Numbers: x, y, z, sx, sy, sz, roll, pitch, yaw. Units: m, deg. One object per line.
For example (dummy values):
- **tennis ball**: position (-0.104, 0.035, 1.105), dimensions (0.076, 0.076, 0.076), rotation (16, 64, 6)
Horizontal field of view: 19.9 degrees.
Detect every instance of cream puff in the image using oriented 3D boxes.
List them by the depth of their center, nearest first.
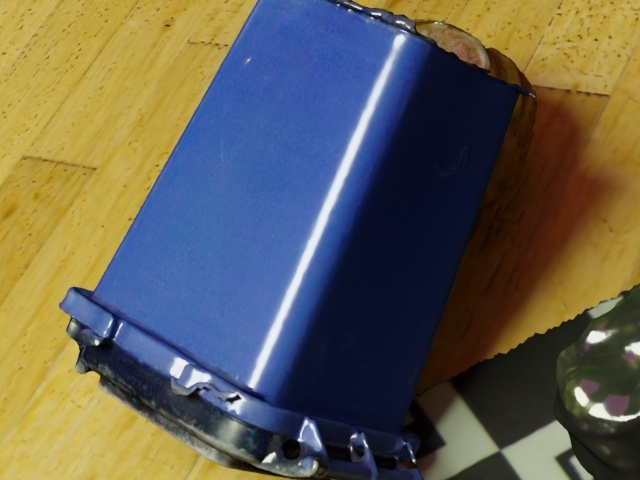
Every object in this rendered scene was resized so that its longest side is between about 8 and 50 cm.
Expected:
- **cream puff**: position (0.057, -0.062, 1.063), dimensions (0.144, 0.103, 0.126), rotation (-26, 62, 11)

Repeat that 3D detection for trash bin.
- **trash bin**: position (0.000, 0.000, 0.933), dimensions (0.184, 0.162, 0.234), rotation (27, 94, 36)

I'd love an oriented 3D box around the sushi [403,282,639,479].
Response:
- **sushi**: position (0.218, 0.108, 0.844), dimensions (0.296, 0.100, 0.373), rotation (-26, 44, -5)
